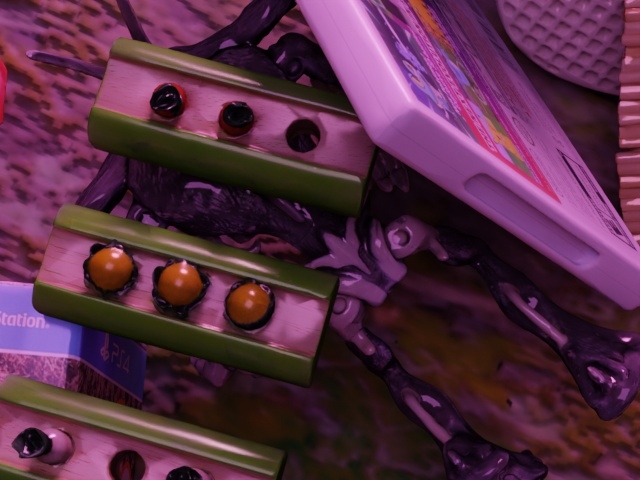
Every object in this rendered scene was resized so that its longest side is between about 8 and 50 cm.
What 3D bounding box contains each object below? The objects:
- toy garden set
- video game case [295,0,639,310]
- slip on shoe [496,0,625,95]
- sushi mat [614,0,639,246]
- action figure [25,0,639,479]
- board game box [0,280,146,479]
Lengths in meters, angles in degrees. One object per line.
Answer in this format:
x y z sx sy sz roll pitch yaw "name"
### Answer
-0.106 0.035 0.551 0.203 0.049 0.244 15 79 6 "toy garden set"
0.044 -0.076 0.622 0.023 0.183 0.201 -41 49 18 "video game case"
0.244 -0.146 0.705 0.331 0.123 0.101 -14 40 7 "slip on shoe"
0.289 -0.052 0.678 0.316 0.019 0.151 -3 112 3 "sushi mat"
0.000 0.000 0.659 0.275 0.141 0.164 42 85 4 "action figure"
-0.210 0.164 0.627 0.232 0.141 0.291 4 77 4 "board game box"
